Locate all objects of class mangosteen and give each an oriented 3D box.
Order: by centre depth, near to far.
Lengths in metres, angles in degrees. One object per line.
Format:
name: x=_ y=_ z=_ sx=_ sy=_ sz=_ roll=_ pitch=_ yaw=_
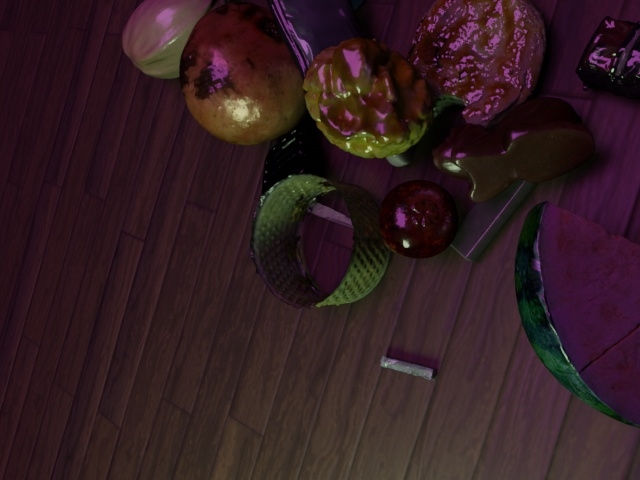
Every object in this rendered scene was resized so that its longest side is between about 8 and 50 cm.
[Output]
mangosteen: x=0.184 y=-0.026 z=1.320 sx=0.156 sy=0.181 sz=0.145 roll=-18 pitch=61 yaw=-10

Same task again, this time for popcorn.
popcorn: x=0.089 y=-0.251 z=1.271 sx=0.206 sy=0.237 sz=0.251 roll=-39 pitch=24 yaw=8

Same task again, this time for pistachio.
pistachio: x=-0.368 y=-0.555 z=1.833 sx=0.332 sy=0.208 sz=0.226 roll=-33 pitch=19 yaw=22

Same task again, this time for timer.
timer: x=-0.066 y=-0.167 z=1.564 sx=0.144 sy=0.055 sz=0.187 roll=-36 pitch=34 yaw=30

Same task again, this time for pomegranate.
pomegranate: x=-0.158 y=-0.367 z=1.554 sx=0.322 sy=0.322 sz=0.322 roll=-8 pitch=77 yaw=38

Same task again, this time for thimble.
thimble: x=0.000 y=0.000 z=1.441 sx=0.271 sy=0.150 sz=0.270 roll=-2 pitch=86 yaw=38

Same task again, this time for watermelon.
watermelon: x=0.411 y=0.126 z=1.118 sx=0.222 sy=0.319 sz=0.292 roll=167 pitch=117 yaw=-72

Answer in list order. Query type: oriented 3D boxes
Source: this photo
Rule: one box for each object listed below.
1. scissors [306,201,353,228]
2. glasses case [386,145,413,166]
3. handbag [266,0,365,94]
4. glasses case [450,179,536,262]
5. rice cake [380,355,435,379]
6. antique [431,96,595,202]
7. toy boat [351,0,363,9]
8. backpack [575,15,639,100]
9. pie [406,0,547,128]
scissors: x=-0.011 y=-0.071 z=1.563 sx=0.300 sy=0.022 sz=0.109 roll=26 pitch=102 yaw=38
glasses case: x=0.149 y=-0.265 z=1.424 sx=0.059 sy=0.092 sz=0.233 roll=-9 pitch=75 yaw=30
handbag: x=0.014 y=-0.418 z=1.462 sx=0.075 sy=0.192 sz=0.332 roll=-34 pitch=77 yaw=59
glasses case: x=0.312 y=-0.051 z=1.287 sx=0.190 sy=0.042 sz=0.072 roll=-55 pitch=46 yaw=17
rice cake: x=0.168 y=0.247 z=1.361 sx=0.121 sy=0.021 sz=0.022 roll=8 pitch=77 yaw=40
antique: x=0.323 y=-0.167 z=1.215 sx=0.257 sy=0.121 sz=0.143 roll=-20 pitch=37 yaw=16
toy boat: x=0.068 y=-0.578 z=1.555 sx=0.077 sy=0.075 sz=0.185 roll=41 pitch=113 yaw=33
backpack: x=0.505 y=-0.292 z=1.134 sx=0.165 sy=0.106 sz=0.120 roll=26 pitch=94 yaw=42
pie: x=0.282 y=-0.346 z=1.321 sx=0.302 sy=0.067 sz=0.302 roll=-8 pitch=78 yaw=37
